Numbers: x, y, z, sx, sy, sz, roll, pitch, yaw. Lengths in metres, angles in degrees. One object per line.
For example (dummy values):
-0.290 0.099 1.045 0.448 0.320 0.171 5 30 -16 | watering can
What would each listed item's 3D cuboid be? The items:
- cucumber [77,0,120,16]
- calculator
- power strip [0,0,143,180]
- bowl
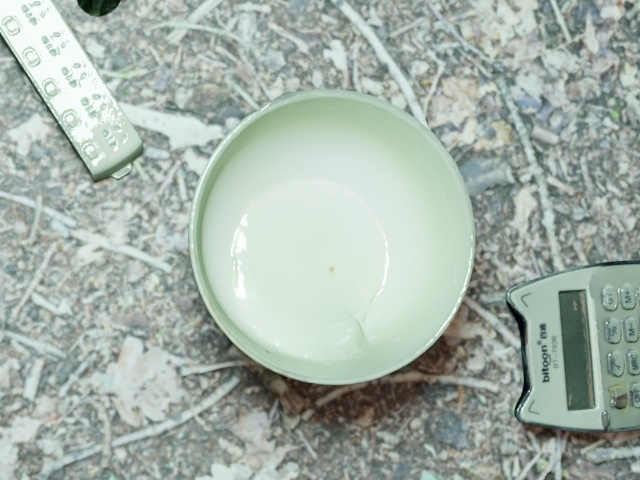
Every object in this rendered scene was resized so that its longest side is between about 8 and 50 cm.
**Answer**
-0.208 -0.256 1.476 0.048 0.105 0.048 3 75 -12 | cucumber
0.318 0.109 1.606 0.268 0.040 0.177 -2 87 -14 | calculator
-0.257 -0.171 1.494 0.060 0.027 0.253 -34 94 -13 | power strip
0.000 0.000 1.485 0.277 0.145 0.277 1 85 -12 | bowl
